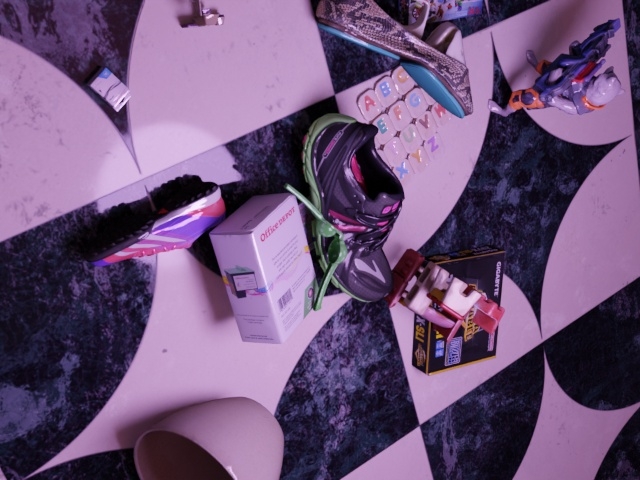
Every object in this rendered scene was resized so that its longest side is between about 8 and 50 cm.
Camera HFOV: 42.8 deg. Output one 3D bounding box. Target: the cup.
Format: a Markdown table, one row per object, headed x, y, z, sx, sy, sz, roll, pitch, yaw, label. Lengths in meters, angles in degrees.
| x | y | z | sx | sy | sz | roll | pitch | yaw | label |
| --- | --- | --- | --- | --- | --- | --- | --- | --- | --- |
| -0.215 | 0.487 | 1.835 | 0.237 | 0.331 | 0.331 | -40 | 125 | -46 | cup |

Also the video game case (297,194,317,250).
| x | y | z | sx | sy | sz | roll | pitch | yaw | label |
| --- | --- | --- | --- | --- | --- | --- | --- | --- | --- |
| -0.019 | -0.045 | 1.957 | 0.087 | 0.011 | 0.122 | -36 | 121 | -20 | video game case |

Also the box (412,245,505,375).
| x | y | z | sx | sy | sz | roll | pitch | yaw | label |
| --- | --- | --- | --- | --- | --- | --- | --- | --- | --- |
| 0.380 | 0.190 | 2.248 | 0.257 | 0.079 | 0.321 | -7 | 108 | -29 | box |

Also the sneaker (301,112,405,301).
| x | y | z | sx | sy | sz | roll | pitch | yaw | label |
| --- | --- | --- | --- | --- | --- | --- | --- | --- | --- |
| 0.095 | -0.058 | 1.895 | 0.185 | 0.202 | 0.482 | -44 | 127 | -43 | sneaker |

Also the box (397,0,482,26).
| x | y | z | sx | sy | sz | roll | pitch | yaw | label |
| --- | --- | --- | --- | --- | --- | --- | --- | --- | --- |
| 0.291 | -0.610 | 1.955 | 0.233 | 0.044 | 0.159 | -18 | 123 | -28 | box |

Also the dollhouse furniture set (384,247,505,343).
| x | y | z | sx | sy | sz | roll | pitch | yaw | label |
| --- | --- | --- | --- | --- | --- | --- | --- | --- | --- |
| 0.295 | 0.159 | 1.946 | 0.201 | 0.374 | 0.152 | 32 | 93 | -15 | dollhouse furniture set |

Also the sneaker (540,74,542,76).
| x | y | z | sx | sy | sz | roll | pitch | yaw | label |
| --- | --- | --- | --- | --- | --- | --- | --- | --- | --- |
| 0.630 | -0.440 | 2.253 | 0.035 | 0.031 | 0.083 | -39 | 127 | -33 | sneaker |

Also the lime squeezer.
| x | y | z | sx | sy | sz | roll | pitch | yaw | label |
| --- | --- | --- | --- | --- | --- | --- | --- | --- | --- |
| 0.000 | 0.000 | 1.830 | 0.110 | 0.059 | 0.310 | -15 | 113 | -5 | lime squeezer |

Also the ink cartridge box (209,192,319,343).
| x | y | z | sx | sy | sz | roll | pitch | yaw | label |
| --- | --- | --- | --- | --- | --- | --- | --- | --- | --- |
| -0.117 | 0.059 | 1.813 | 0.201 | 0.117 | 0.278 | -48 | 130 | -51 | ink cartridge box |

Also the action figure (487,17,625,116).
| x | y | z | sx | sy | sz | roll | pitch | yaw | label |
| --- | --- | --- | --- | --- | --- | --- | --- | --- | --- |
| 0.637 | -0.410 | 2.076 | 0.341 | 0.330 | 0.178 | -40 | 120 | -16 | action figure |

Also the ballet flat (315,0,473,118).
| x | y | z | sx | sy | sz | roll | pitch | yaw | label |
| --- | --- | --- | --- | --- | --- | --- | --- | --- | --- |
| 0.213 | -0.460 | 1.875 | 0.483 | 0.164 | 0.182 | 26 | 97 | -29 | ballet flat |

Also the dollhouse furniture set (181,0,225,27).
| x | y | z | sx | sy | sz | roll | pitch | yaw | label |
| --- | --- | --- | --- | --- | --- | --- | --- | --- | --- |
| -0.222 | -0.473 | 1.637 | 0.091 | 0.114 | 0.081 | -13 | 106 | -27 | dollhouse furniture set |

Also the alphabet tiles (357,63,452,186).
| x | y | z | sx | sy | sz | roll | pitch | yaw | label |
| --- | --- | --- | --- | --- | --- | --- | --- | --- | --- |
| 0.207 | -0.282 | 2.028 | 0.284 | 0.021 | 0.278 | -40 | 121 | -17 | alphabet tiles |

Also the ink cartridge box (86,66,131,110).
| x | y | z | sx | sy | sz | roll | pitch | yaw | label |
| --- | --- | --- | --- | --- | --- | --- | --- | --- | --- |
| -0.413 | -0.298 | 1.615 | 0.048 | 0.028 | 0.083 | -52 | 125 | -9 | ink cartridge box |

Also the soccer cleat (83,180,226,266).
| x | y | z | sx | sy | sz | roll | pitch | yaw | label |
| --- | --- | --- | --- | --- | --- | --- | --- | --- | --- |
| -0.336 | -0.010 | 1.709 | 0.318 | 0.109 | 0.116 | -31 | 123 | -25 | soccer cleat |
